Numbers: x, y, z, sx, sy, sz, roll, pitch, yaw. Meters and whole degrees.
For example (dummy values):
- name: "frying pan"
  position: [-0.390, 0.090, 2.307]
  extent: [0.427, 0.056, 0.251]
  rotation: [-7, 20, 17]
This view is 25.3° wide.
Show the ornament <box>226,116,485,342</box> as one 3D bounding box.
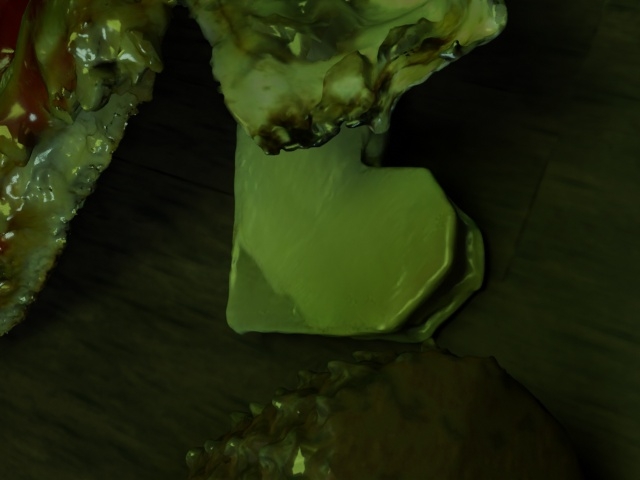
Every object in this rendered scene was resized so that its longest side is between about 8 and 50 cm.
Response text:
- name: "ornament"
  position: [0.000, 0.000, 0.931]
  extent: [0.180, 0.059, 0.201]
  rotation: [-47, 53, 17]

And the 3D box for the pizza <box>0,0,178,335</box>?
- name: "pizza"
  position: [-0.202, -0.147, 1.021]
  extent: [0.406, 0.130, 0.440]
  rotation: [-9, 69, 66]

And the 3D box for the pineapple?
- name: "pineapple"
  position: [-0.016, 0.184, 0.819]
  extent: [0.362, 0.202, 0.202]
  rotation: [-28, 57, 50]

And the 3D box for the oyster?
- name: "oyster"
  position: [0.013, -0.173, 0.939]
  extent: [0.201, 0.107, 0.354]
  rotation: [-36, 45, 9]
